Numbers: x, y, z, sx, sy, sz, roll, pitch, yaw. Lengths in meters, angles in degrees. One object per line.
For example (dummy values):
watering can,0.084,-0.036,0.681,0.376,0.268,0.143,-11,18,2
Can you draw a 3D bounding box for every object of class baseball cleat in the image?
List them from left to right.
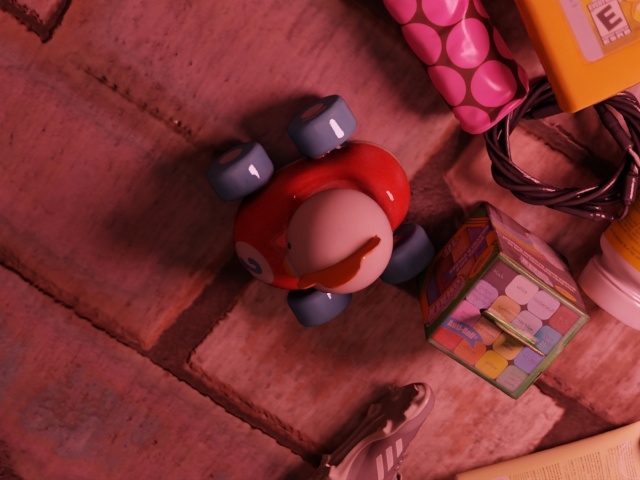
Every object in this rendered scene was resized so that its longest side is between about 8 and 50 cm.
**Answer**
baseball cleat,0.080,0.255,1.918,0.109,0.072,0.206,37,113,-28

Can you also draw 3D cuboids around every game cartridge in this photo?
game cartridge,0.316,-0.333,1.627,0.285,0.053,0.324,-25,100,1

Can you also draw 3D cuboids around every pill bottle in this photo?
pill bottle,0.388,-0.008,1.769,0.119,0.119,0.208,32,109,-12

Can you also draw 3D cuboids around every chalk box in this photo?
chalk box,0.200,0.075,1.754,0.132,0.213,0.132,35,108,-13

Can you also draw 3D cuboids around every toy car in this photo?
toy car,0.000,0.000,1.713,0.210,0.238,0.219,-28,109,11

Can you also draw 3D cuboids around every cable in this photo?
cable,0.271,-0.107,1.750,0.184,0.047,0.151,19,99,9

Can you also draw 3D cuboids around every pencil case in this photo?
pencil case,0.145,-0.222,1.703,0.098,0.095,0.209,-35,111,-4

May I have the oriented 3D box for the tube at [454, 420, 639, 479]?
tube,0.285,0.285,1.929,0.240,0.062,0.070,-14,155,1
